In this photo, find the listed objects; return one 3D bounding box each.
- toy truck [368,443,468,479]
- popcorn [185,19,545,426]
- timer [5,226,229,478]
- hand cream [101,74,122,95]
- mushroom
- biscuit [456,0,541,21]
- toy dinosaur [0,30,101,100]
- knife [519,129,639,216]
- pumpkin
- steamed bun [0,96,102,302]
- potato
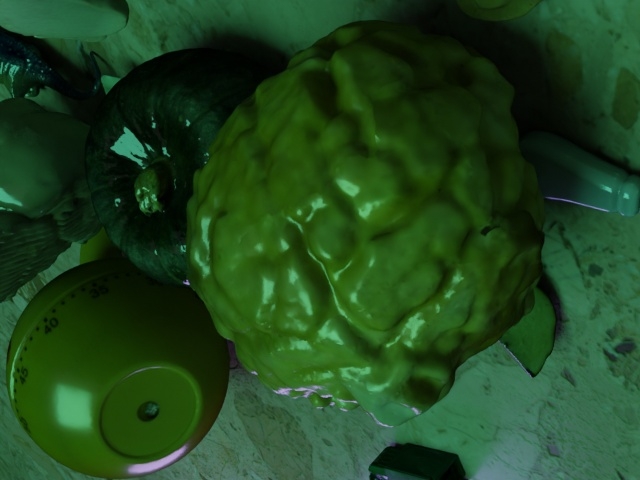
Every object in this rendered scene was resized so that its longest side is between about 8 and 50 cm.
[{"bbox_3d":[0.138,0.347,1.737,0.147,0.065,0.079,4,126,46],"label":"toy truck"},{"bbox_3d":[0.036,-0.012,1.175,0.354,0.344,0.390,-7,115,2],"label":"popcorn"},{"bbox_3d":[-0.323,0.175,1.859,0.387,0.376,0.376,40,155,53],"label":"timer"},{"bbox_3d":[-0.214,-0.086,1.648,0.147,0.093,0.306,15,134,28],"label":"hand cream"},{"bbox_3d":[-0.372,-0.391,1.352,0.407,0.154,0.137,60,156,15],"label":"mushroom"},{"bbox_3d":[0.115,-0.344,1.044,0.312,0.057,0.351,40,146,11],"label":"biscuit"},{"bbox_3d":[-0.451,-0.258,1.746,0.363,0.076,0.147,31,141,25],"label":"toy dinosaur"},{"bbox_3d":[0.334,-0.023,1.159,0.331,0.044,0.080,25,139,24],"label":"knife"},{"bbox_3d":[-0.152,-0.085,1.425,0.300,0.207,0.300,7,102,37],"label":"pumpkin"},{"bbox_3d":[-0.444,-0.071,1.681,0.219,0.309,0.324,50,165,7],"label":"steamed bun"},{"bbox_3d":[0.207,0.069,1.385,0.149,0.081,0.120,45,-179,-27],"label":"potato"}]
